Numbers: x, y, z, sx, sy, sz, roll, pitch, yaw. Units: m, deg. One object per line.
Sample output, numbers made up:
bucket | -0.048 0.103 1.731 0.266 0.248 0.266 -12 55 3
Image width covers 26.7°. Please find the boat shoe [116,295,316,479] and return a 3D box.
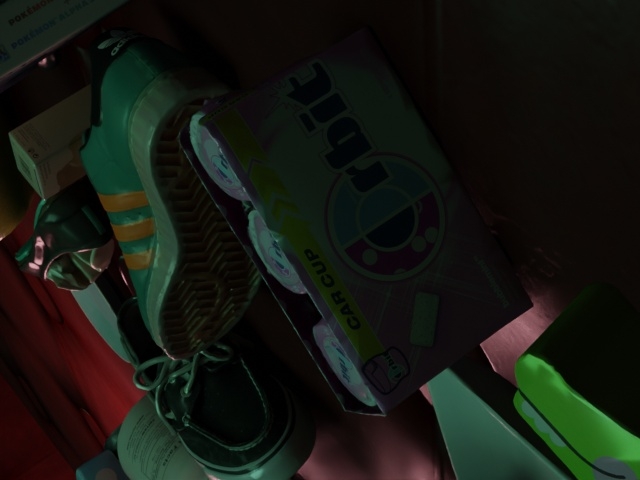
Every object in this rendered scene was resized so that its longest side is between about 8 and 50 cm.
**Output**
boat shoe | -0.110 0.127 1.262 0.105 0.113 0.306 51 176 -32

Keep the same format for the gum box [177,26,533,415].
gum box | 0.017 -0.014 0.732 0.188 0.107 0.062 58 161 -5

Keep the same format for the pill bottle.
pill bottle | -0.115 0.250 1.441 0.229 0.131 0.131 28 146 55

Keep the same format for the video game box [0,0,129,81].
video game box | -0.227 -0.146 0.990 0.048 0.187 0.205 60 161 -11

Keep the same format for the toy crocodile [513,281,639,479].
toy crocodile | 0.208 0.158 0.542 0.340 0.115 0.105 52 142 6

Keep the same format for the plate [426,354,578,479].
plate | 0.176 0.208 0.777 0.277 0.045 0.278 41 159 47

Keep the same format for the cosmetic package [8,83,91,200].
cosmetic package | -0.194 -0.089 1.109 0.041 0.115 0.060 48 160 20

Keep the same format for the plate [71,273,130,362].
plate | -0.286 0.073 1.735 0.188 0.024 0.188 46 158 25

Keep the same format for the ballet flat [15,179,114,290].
ballet flat | -0.289 0.008 1.541 0.096 0.095 0.280 45 161 -4

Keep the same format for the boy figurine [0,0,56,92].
boy figurine | -0.394 -0.148 1.243 0.177 0.285 0.092 57 162 9

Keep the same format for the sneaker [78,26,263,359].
sneaker | -0.116 -0.035 1.038 0.121 0.108 0.302 45 150 32

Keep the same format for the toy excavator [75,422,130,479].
toy excavator | -0.308 0.408 1.680 0.222 0.445 0.433 51 161 14

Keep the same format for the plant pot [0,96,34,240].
plant pot | -0.473 -0.119 1.572 0.275 0.275 0.293 38 169 42
